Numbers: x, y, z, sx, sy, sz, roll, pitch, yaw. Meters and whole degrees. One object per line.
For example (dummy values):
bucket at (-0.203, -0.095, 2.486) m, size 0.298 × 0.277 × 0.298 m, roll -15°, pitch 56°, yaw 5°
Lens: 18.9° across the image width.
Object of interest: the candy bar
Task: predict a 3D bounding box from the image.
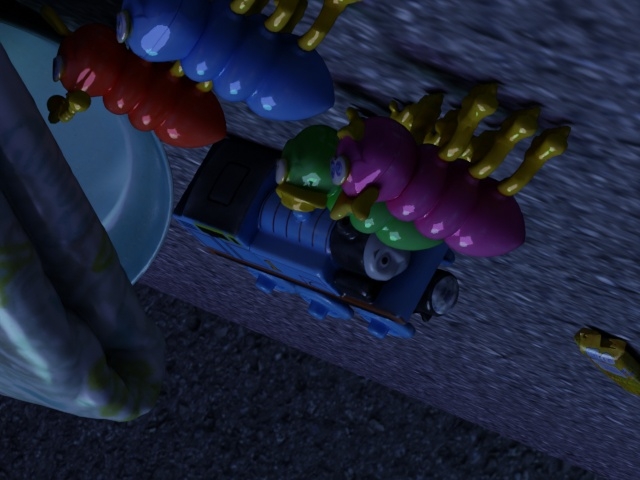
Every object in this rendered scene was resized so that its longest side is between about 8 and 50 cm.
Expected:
candy bar at (0.216, 0.091, 1.362) m, size 0.040 × 0.018 × 0.161 m, roll 18°, pitch 171°, yaw 27°

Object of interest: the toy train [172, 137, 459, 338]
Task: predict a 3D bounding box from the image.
toy train at (0.000, 0.000, 1.192) m, size 0.184 × 0.080 × 0.105 m, roll 20°, pitch 166°, yaw 39°

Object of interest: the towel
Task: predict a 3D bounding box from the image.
towel at (-0.271, -0.067, 0.966) m, size 0.321 × 0.090 × 0.374 m, roll 16°, pitch 145°, yaw 37°

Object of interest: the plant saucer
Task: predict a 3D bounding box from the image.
plant saucer at (-0.250, -0.045, 1.201) m, size 0.318 × 0.043 × 0.317 m, roll -1°, pitch 140°, yaw -1°

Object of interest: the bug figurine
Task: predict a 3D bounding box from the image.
bug figurine at (-0.017, -0.053, 0.828) m, size 0.216 × 0.072 × 0.279 m, roll 26°, pitch 173°, yaw -13°
